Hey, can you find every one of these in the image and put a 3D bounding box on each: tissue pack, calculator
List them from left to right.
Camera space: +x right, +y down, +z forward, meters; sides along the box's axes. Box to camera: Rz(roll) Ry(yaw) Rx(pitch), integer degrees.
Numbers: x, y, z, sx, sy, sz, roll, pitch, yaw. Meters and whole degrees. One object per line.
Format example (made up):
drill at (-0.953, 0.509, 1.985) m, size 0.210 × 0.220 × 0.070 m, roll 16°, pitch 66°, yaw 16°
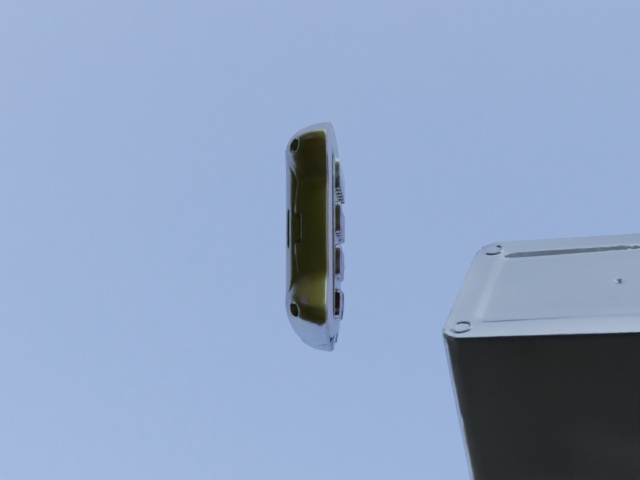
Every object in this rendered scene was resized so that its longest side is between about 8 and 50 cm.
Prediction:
calculator at (0.000, 0.000, 0.796) m, size 0.033 × 0.236 × 0.157 m, roll -1°, pitch -95°, yaw 5°
tissue pack at (0.233, 0.086, 0.843) m, size 0.246 × 0.159 × 0.136 m, roll -3°, pitch -64°, yaw 23°
